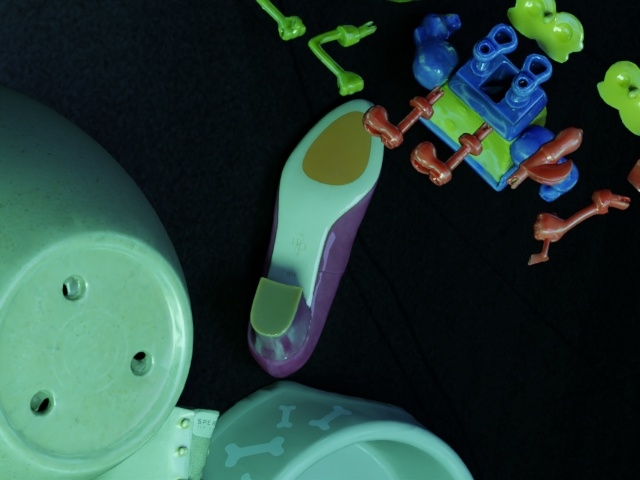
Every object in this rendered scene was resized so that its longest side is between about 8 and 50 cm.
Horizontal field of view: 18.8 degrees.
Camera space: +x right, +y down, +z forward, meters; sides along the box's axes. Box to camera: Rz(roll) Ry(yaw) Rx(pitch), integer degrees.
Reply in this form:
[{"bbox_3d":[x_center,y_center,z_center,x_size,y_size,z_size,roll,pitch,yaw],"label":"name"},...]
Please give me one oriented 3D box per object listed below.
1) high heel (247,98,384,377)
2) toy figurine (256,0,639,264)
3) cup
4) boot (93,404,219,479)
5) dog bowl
[{"bbox_3d":[0.000,0.000,1.679,0.117,0.082,0.244,81,24,-66],"label":"high heel"},{"bbox_3d":[0.109,-0.118,1.684,0.362,0.217,0.191,41,75,9],"label":"toy figurine"},{"bbox_3d":[-0.224,0.058,1.391,0.331,0.237,0.331,-10,106,-37],"label":"cup"},{"bbox_3d":[-0.103,0.217,1.553,0.077,0.213,0.165,31,75,-73],"label":"boot"},{"bbox_3d":[0.006,0.298,1.710,0.348,0.102,0.349,-9,104,-37],"label":"dog bowl"}]
